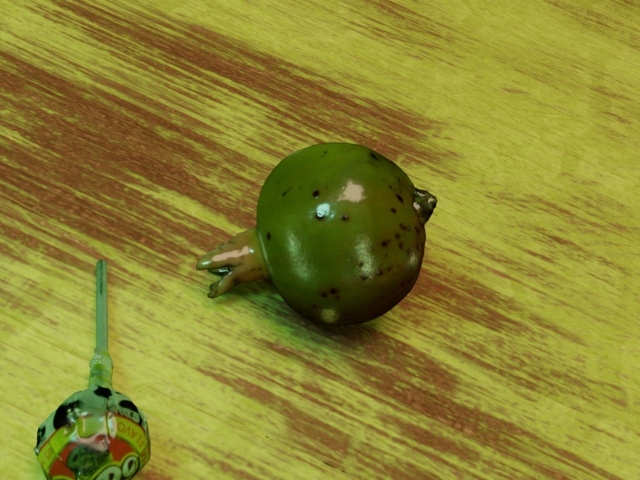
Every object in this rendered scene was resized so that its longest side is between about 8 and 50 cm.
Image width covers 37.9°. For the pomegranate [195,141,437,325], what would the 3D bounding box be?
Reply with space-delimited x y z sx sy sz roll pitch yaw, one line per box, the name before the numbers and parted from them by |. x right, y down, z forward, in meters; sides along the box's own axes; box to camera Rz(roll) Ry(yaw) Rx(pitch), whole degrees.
pomegranate | -0.003 0.001 0.978 0.246 0.198 0.198 -18 52 -24

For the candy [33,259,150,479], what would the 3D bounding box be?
candy | -0.208 0.109 0.852 0.091 0.083 0.305 -7 35 -9
